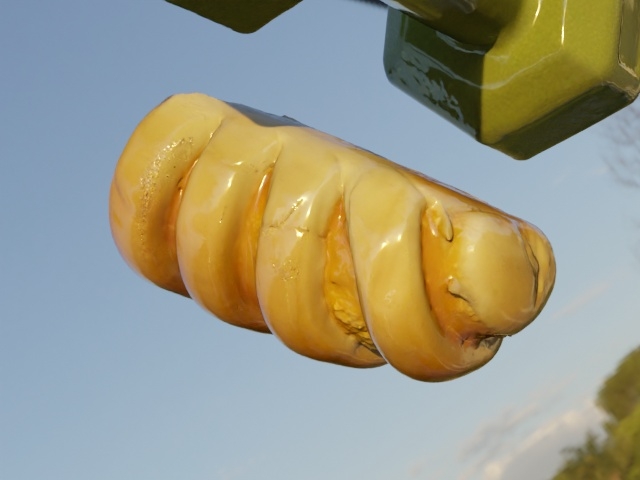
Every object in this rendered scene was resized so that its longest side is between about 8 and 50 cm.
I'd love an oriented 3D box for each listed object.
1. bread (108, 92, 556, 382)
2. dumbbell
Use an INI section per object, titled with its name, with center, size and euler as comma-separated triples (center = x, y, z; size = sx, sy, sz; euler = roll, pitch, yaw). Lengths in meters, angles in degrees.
[bread]
center = 0.000, 0.000, 0.495
size = 0.119, 0.177, 0.084
euler = 14, -84, -59
[dumbbell]
center = 0.030, -0.110, 0.478
size = 0.108, 0.121, 0.302
euler = 4, -5, 31
